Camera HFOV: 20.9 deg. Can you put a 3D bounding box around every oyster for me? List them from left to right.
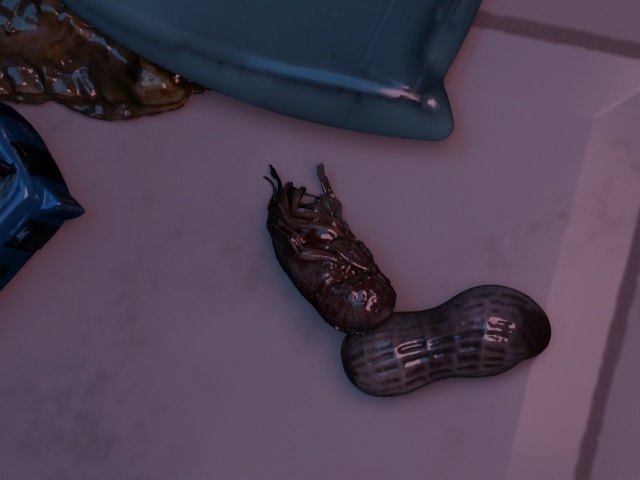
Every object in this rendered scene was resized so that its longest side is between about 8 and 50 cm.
[{"bbox_3d":[-0.241,-0.163,1.470,0.345,0.078,0.128,-2,91,10],"label":"oyster"}]

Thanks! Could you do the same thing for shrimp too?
[{"bbox_3d":[-0.001,0.001,1.380,0.073,0.075,0.190,-26,46,-11],"label":"shrimp"}]

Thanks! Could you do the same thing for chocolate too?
[{"bbox_3d":[0.097,0.079,1.359,0.167,0.072,0.072,-14,80,13],"label":"chocolate"}]

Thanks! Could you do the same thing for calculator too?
[{"bbox_3d":[-0.038,-0.238,1.413,0.386,0.054,0.256,22,75,15],"label":"calculator"}]

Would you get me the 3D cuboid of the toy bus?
[{"bbox_3d":[-0.320,0.003,1.441,0.246,0.113,0.134,-46,78,5],"label":"toy bus"}]
